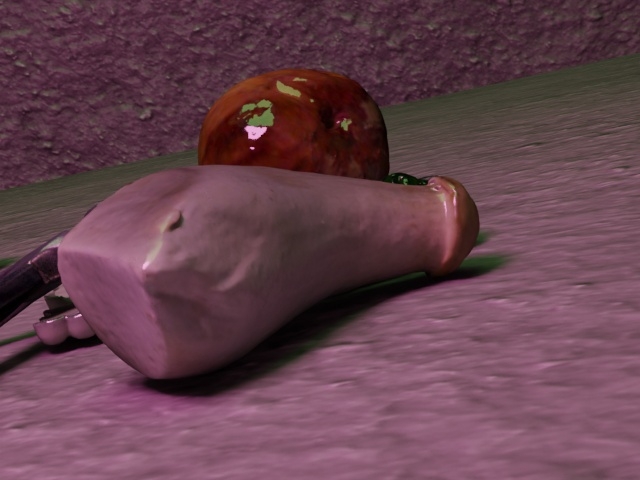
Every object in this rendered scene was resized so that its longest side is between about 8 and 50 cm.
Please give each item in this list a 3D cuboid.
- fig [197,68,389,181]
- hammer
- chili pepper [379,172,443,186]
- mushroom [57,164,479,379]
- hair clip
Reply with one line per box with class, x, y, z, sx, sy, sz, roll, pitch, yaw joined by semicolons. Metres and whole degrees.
fig;-0.051;-0.063;0.975;0.160;0.143;0.231;-29;19;-38
hammer;-0.228;0.061;0.692;0.137;0.037;0.290;-32;6;27
chili pepper;0.000;-0.002;0.789;0.224;0.061;0.098;-12;29;-27
mushroom;-0.024;0.001;0.671;0.118;0.103;0.270;20;25;39
hair clip;-0.131;0.024;0.853;0.140;0.054;0.220;-9;11;-9
